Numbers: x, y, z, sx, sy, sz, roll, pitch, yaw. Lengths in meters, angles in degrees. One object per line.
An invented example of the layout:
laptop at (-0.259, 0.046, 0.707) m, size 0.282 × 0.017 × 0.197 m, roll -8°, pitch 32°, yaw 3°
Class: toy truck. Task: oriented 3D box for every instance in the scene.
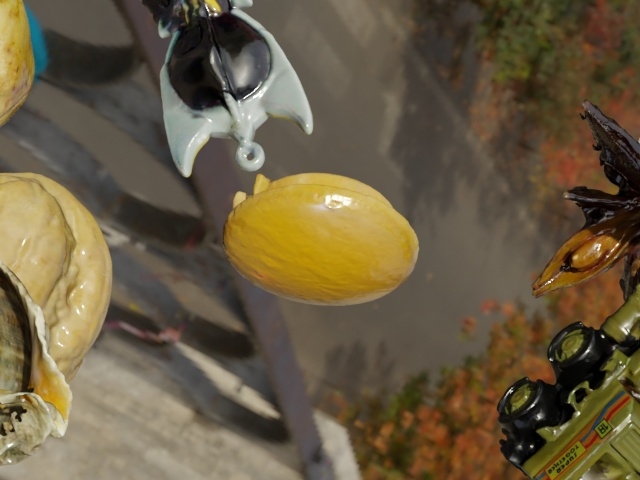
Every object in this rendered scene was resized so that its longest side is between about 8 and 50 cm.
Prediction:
toy truck at (0.260, 0.101, 1.066) m, size 0.257 × 0.127 × 0.127 m, roll -47°, pitch -159°, yaw -2°

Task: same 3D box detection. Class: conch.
conch at (-0.308, 0.122, 1.146) m, size 0.159 × 0.291 × 0.210 m, roll 64°, pitch 35°, yaw -56°

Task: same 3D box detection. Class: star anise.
star anise at (0.242, -0.002, 1.139) m, size 0.212 × 0.053 × 0.157 m, roll 27°, pitch 99°, yaw -32°

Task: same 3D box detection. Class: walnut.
walnut at (-0.334, 0.050, 1.471) m, size 0.257 × 0.257 × 0.224 m, roll -61°, pitch 169°, yaw -10°

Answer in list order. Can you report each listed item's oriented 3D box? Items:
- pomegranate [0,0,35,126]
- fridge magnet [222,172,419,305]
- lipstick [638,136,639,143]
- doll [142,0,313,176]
pomegranate at (-0.395, -0.191, 1.427) m, size 0.215 × 0.215 × 0.215 m, roll -53°, pitch 159°, yaw -31°
fridge magnet at (0.000, 0.000, 1.041) m, size 0.143 × 0.143 × 0.063 m, roll 86°, pitch 8°, yaw -56°
lipstick at (0.437, -0.118, 1.649) m, size 0.040 × 0.141 × 0.040 m, roll 25°, pitch 59°, yaw -50°
doll at (-0.122, -0.212, 1.581) m, size 0.145 × 0.316 × 0.103 m, roll -11°, pitch 159°, yaw -22°
